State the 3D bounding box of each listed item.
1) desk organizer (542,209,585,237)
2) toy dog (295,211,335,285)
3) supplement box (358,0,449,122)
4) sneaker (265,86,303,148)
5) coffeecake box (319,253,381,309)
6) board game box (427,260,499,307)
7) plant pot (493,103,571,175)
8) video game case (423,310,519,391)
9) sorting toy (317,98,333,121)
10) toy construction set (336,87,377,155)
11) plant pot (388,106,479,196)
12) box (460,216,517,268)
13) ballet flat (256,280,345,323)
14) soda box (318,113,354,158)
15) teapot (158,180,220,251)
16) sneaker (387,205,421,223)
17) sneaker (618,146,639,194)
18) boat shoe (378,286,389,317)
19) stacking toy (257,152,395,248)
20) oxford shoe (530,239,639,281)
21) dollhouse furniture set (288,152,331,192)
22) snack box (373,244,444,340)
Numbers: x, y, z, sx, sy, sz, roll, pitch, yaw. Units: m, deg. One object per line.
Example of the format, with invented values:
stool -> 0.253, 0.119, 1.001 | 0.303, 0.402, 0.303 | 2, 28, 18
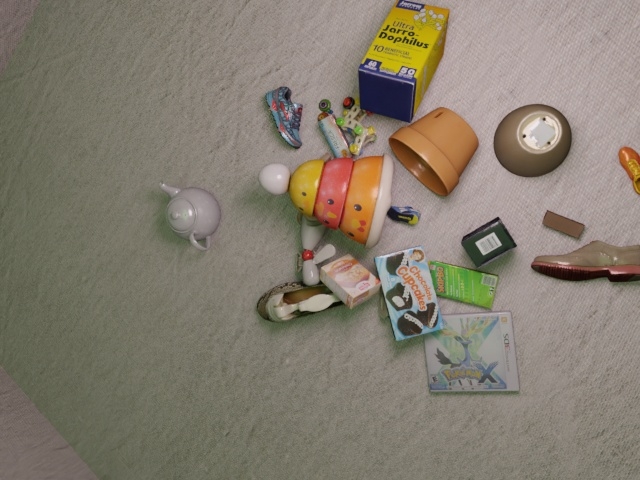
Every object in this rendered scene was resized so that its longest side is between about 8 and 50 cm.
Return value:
desk organizer -> 0.845, -0.058, 1.734 | 0.130, 0.047, 0.050 | 25, 105, 15
toy dog -> 0.000, 0.000, 1.966 | 0.161, 0.220, 0.333 | -1, 104, -13
supplement box -> 0.286, -0.617, 1.704 | 0.194, 0.195, 0.356 | 20, 67, 16
sneaker -> -0.122, -0.497, 1.985 | 0.125, 0.104, 0.261 | -25, 87, 17
coffeecake box -> 0.111, 0.151, 1.867 | 0.185, 0.142, 0.068 | 42, 142, 33
board game box -> 0.523, 0.161, 1.869 | 0.260, 0.039, 0.124 | 13, 99, 15
plant pot -> 0.707, -0.341, 1.632 | 0.257, 0.274, 0.256 | 2, 95, 18
video game case -> 0.563, 0.423, 1.880 | 0.329, 0.036, 0.299 | -6, 93, 19
sorting toy -> 0.016, -0.512, 1.968 | 0.061, 0.042, 0.101 | 3, 96, 18
toy construction set -> 0.196, -0.485, 1.854 | 0.328, 0.151, 0.215 | -40, 58, 10
plant pot -> 0.411, -0.328, 1.747 | 0.291, 0.291, 0.203 | 45, 90, 10
box -> 0.588, 0.003, 1.740 | 0.153, 0.207, 0.108 | -33, 85, 19
ballet flat -> -0.073, 0.244, 1.994 | 0.483, 0.182, 0.164 | -17, 101, 19
soda box -> 0.064, -0.397, 1.938 | 0.063, 0.058, 0.183 | -25, 98, 18
teapot -> -0.566, -0.106, 2.127 | 0.256, 0.187, 0.252 | 15, 100, 16
sneaker -> 0.319, -0.104, 1.905 | 0.144, 0.059, 0.053 | 21, 134, 31
sneaker -> 1.044, -0.233, 1.640 | 0.064, 0.067, 0.175 | -27, 85, 21
boat shoe -> 0.279, 0.185, 1.943 | 0.079, 0.084, 0.233 | 3, 89, -20
stacking toy -> 0.009, -0.176, 1.794 | 0.480, 0.350, 0.350 | 11, 99, 2
oxford shoe -> 0.912, 0.066, 1.707 | 0.349, 0.123, 0.130 | 3, 70, 19
dollhouse furniture set -> -0.051, -0.268, 1.962 | 0.123, 0.144, 0.151 | 26, 139, 15
snack box -> 0.330, 0.195, 1.862 | 0.187, 0.060, 0.321 | -15, 89, 0
